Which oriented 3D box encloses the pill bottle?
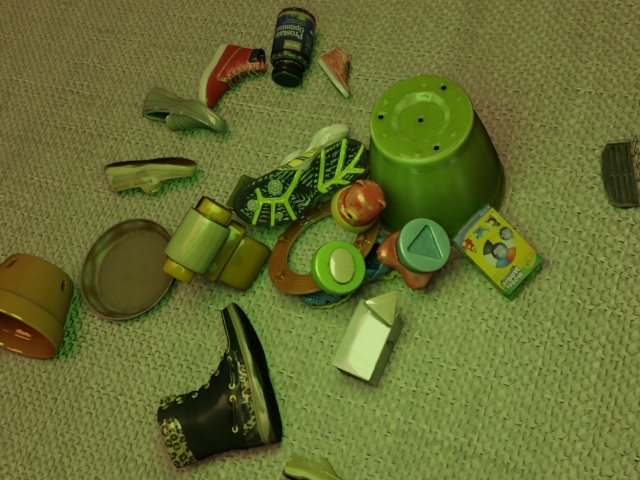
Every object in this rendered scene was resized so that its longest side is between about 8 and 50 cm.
[{"bbox_3d":[-0.088,-0.589,2.003,0.123,0.123,0.219,4,75,17],"label":"pill bottle"}]

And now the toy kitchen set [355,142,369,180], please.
[{"bbox_3d":[0.103,-0.221,1.825,0.068,0.075,0.083,21,71,24],"label":"toy kitchen set"}]

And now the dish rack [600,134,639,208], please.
[{"bbox_3d":[0.837,-0.181,1.599,0.272,0.074,0.208,-4,66,15],"label":"dish rack"}]

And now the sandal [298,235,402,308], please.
[{"bbox_3d":[0.080,0.071,1.679,0.317,0.138,0.126,-27,66,6],"label":"sandal"}]

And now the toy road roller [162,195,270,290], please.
[{"bbox_3d":[-0.258,0.024,1.704,0.241,0.329,0.202,31,91,-8],"label":"toy road roller"}]

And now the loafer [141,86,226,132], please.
[{"bbox_3d":[-0.428,-0.384,2.034,0.319,0.112,0.111,23,81,31],"label":"loafer"}]

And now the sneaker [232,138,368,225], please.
[{"bbox_3d":[-0.052,-0.153,1.754,0.385,0.147,0.145,-23,103,3],"label":"sneaker"}]

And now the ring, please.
[{"bbox_3d":[0.000,0.000,1.703,0.337,0.032,0.336,-24,36,19],"label":"ring"}]

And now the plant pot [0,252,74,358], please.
[{"bbox_3d":[-0.833,0.175,1.837,0.291,0.291,0.203,5,52,18],"label":"plant pot"}]

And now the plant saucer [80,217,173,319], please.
[{"bbox_3d":[-0.551,0.085,1.902,0.311,0.050,0.310,-6,67,13],"label":"plant saucer"}]

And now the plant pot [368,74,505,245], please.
[{"bbox_3d":[0.271,-0.213,1.620,0.366,0.353,0.366,-6,67,13],"label":"plant pot"}]

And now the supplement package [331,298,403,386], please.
[{"bbox_3d":[0.119,0.253,1.608,0.105,0.105,0.179,20,75,23],"label":"supplement package"}]

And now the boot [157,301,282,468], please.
[{"bbox_3d":[-0.274,0.370,1.661,0.284,0.138,0.377,-22,69,6],"label":"boot"}]

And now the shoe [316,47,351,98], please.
[{"bbox_3d":[0.061,-0.508,1.963,0.081,0.063,0.178,-34,59,6],"label":"shoe"}]

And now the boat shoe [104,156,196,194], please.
[{"bbox_3d":[-0.512,-0.194,1.988,0.302,0.109,0.098,-2,107,15],"label":"boat shoe"}]

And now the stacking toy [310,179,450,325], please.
[{"bbox_3d":[0.142,0.023,1.522,0.309,0.130,0.279,32,69,-6],"label":"stacking toy"}]

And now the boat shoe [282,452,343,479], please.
[{"bbox_3d":[0.004,0.550,1.543,0.190,0.068,0.072,13,61,21],"label":"boat shoe"}]

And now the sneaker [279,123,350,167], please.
[{"bbox_3d":[0.003,-0.236,1.864,0.232,0.090,0.115,-39,70,8],"label":"sneaker"}]

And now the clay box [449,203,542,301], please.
[{"bbox_3d":[0.435,0.032,1.586,0.222,0.053,0.127,44,86,-2],"label":"clay box"}]

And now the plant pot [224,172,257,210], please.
[{"bbox_3d":[-0.186,-0.109,1.851,0.109,0.096,0.109,20,75,23],"label":"plant pot"}]

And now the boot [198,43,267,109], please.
[{"bbox_3d":[-0.268,-0.511,2.050,0.176,0.088,0.244,13,69,19],"label":"boot"}]
